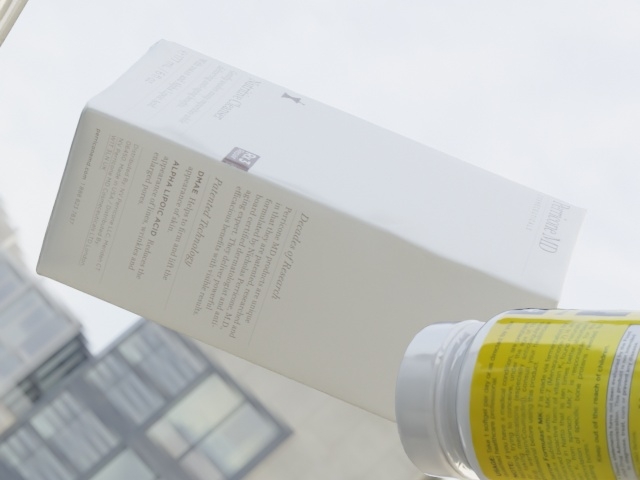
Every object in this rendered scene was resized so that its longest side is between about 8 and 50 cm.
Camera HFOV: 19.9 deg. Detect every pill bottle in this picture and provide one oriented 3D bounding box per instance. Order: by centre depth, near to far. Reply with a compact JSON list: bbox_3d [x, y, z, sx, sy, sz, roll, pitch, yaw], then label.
[{"bbox_3d":[0.156,0.100,1.094,0.208,0.119,0.119,-1,-50,37],"label":"pill bottle"}]

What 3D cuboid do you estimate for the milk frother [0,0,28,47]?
[{"bbox_3d":[-0.214,-0.092,0.934,0.129,0.134,0.143,18,21,-46],"label":"milk frother"}]

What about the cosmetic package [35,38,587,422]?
[{"bbox_3d":[0.000,0.000,1.433,0.385,0.217,0.156,20,-66,4],"label":"cosmetic package"}]
